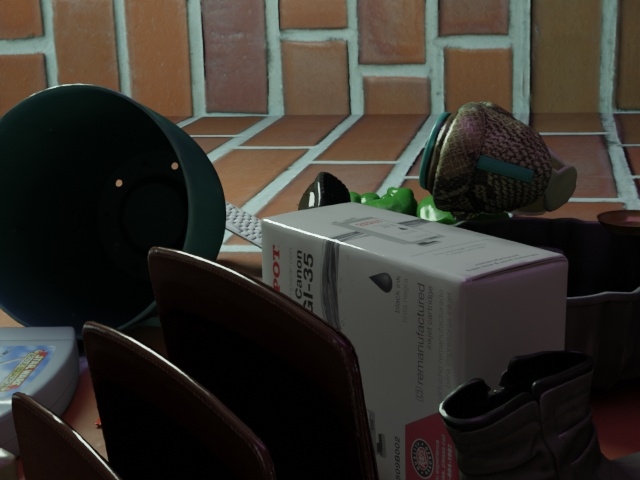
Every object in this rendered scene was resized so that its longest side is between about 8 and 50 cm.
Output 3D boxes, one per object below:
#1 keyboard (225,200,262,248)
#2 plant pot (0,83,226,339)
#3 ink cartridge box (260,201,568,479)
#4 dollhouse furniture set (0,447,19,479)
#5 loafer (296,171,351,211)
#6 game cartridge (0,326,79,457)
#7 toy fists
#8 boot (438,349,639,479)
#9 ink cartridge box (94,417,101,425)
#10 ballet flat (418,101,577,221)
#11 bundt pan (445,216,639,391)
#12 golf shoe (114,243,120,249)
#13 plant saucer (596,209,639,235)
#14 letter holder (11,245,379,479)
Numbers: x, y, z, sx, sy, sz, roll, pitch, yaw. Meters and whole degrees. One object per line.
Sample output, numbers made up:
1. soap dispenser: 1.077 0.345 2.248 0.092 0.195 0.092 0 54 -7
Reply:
1. keyboard: -0.087 -0.010 1.568 0.256 0.014 0.072 28 21 15
2. plant pot: -0.251 -0.031 1.372 0.293 0.293 0.235 2 0 16
3. ink cartridge box: 0.069 0.093 0.958 0.117 0.207 0.283 -10 16 -34
4. dollhouse furniture set: -0.135 0.197 0.521 0.212 0.242 0.161 12 20 41
5. loafer: 0.000 0.000 1.528 0.080 0.078 0.220 35 34 -21
6. game cartridge: -0.354 0.152 1.106 0.198 0.062 0.297 -5 14 5
7. toy fists: 0.141 -0.024 1.620 0.279 0.096 0.142 3 14 25
8. boot: 0.191 0.153 0.799 0.246 0.161 0.083 -13 18 -35
9. ink cartridge box: -0.160 0.159 1.091 0.115 0.029 0.063 0 15 6
10. ballet flat: 0.229 -0.088 1.395 0.182 0.164 0.483 17 7 7
11. bundt pan: 0.234 0.070 1.189 0.330 0.124 0.331 -3 15 1
12. golf shoe: -0.286 -0.009 1.621 0.272 0.105 0.120 -5 6 -17
13. plant saucer: 0.352 -0.019 1.239 0.083 0.015 0.083 -1 14 0
14. letter holder: -0.103 0.137 0.775 0.152 0.214 0.302 -17 20 -29
